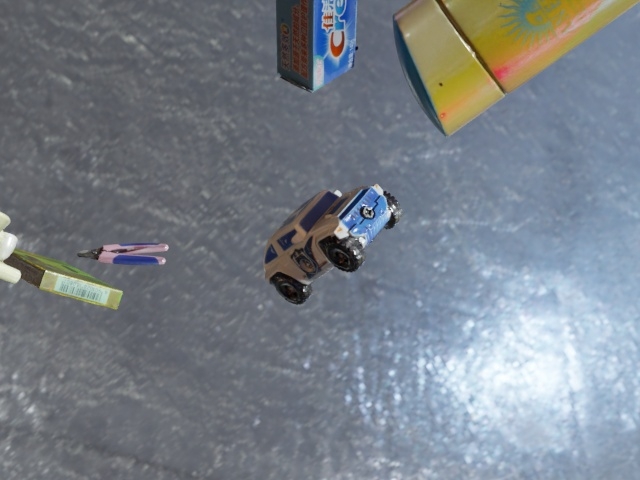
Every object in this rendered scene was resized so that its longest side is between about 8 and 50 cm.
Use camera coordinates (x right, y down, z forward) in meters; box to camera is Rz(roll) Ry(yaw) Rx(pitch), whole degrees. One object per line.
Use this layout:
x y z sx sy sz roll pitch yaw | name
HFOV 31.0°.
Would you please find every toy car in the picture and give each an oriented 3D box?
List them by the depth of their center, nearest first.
0.000 0.000 1.083 0.070 0.171 0.080 46 56 -7 | toy car

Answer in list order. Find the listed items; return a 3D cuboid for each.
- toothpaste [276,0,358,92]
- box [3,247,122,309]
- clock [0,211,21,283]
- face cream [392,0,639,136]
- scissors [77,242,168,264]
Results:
-0.002 -0.265 1.038 0.053 0.272 0.066 30 49 28 | toothpaste
-0.373 0.047 1.606 0.121 0.193 0.030 20 88 -38 | box
-0.371 0.098 0.966 0.120 0.277 0.378 28 50 -49 | clock
0.198 -0.230 1.108 0.139 0.285 0.067 48 14 -26 | face cream
-0.251 0.017 1.464 0.113 0.012 0.039 1 37 2 | scissors
